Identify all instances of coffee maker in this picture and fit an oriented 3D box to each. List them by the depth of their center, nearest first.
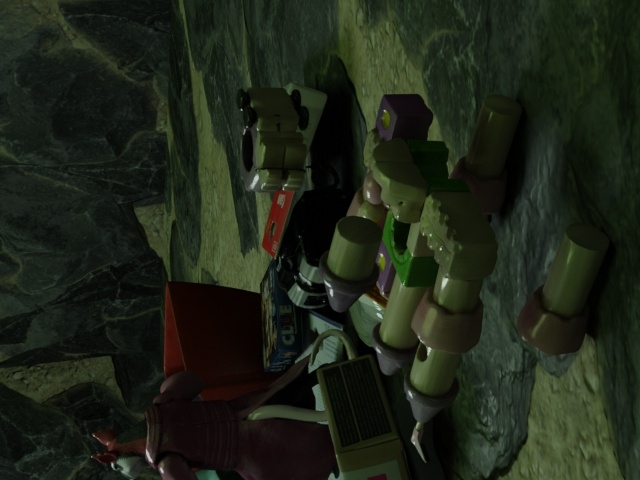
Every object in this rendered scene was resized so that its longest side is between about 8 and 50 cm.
[{"bbox_3d":[0.000,0.000,2.026,0.178,0.120,0.171,117,168,-63],"label":"coffee maker"}]

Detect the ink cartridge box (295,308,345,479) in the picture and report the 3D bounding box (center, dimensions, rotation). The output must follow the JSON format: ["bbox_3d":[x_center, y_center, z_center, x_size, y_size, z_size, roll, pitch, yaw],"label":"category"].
[{"bbox_3d":[0.023,0.276,2.088,0.324,0.071,0.330,-162,73,-75],"label":"ink cartridge box"}]

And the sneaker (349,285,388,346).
[{"bbox_3d":[0.091,0.094,1.729,0.262,0.099,0.121,-135,33,-80],"label":"sneaker"}]

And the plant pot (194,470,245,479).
[{"bbox_3d":[-0.182,0.567,2.668,0.196,0.293,0.293,-62,26,18],"label":"plant pot"}]

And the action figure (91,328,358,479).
[{"bbox_3d":[-0.139,0.287,1.853,0.275,0.370,0.248,122,142,-57],"label":"action figure"}]

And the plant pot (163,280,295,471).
[{"bbox_3d":[-0.158,0.244,2.453,0.267,0.236,0.267,97,161,-44],"label":"plant pot"}]

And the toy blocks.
[{"bbox_3d":[0.073,0.027,1.292,0.288,0.309,0.260,-111,27,-48],"label":"toy blocks"}]

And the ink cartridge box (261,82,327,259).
[{"bbox_3d":[-0.072,-0.112,2.073,0.296,0.066,0.261,-155,82,-82],"label":"ink cartridge box"}]

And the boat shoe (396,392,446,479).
[{"bbox_3d":[0.128,0.270,1.712,0.040,0.049,0.142,115,144,-65],"label":"boat shoe"}]

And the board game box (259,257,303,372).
[{"bbox_3d":[-0.068,0.127,2.217,0.243,0.042,0.165,119,149,-73],"label":"board game box"}]

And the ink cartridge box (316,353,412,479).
[{"bbox_3d":[0.070,0.302,1.729,0.193,0.088,0.234,-105,1,-61],"label":"ink cartridge box"}]
